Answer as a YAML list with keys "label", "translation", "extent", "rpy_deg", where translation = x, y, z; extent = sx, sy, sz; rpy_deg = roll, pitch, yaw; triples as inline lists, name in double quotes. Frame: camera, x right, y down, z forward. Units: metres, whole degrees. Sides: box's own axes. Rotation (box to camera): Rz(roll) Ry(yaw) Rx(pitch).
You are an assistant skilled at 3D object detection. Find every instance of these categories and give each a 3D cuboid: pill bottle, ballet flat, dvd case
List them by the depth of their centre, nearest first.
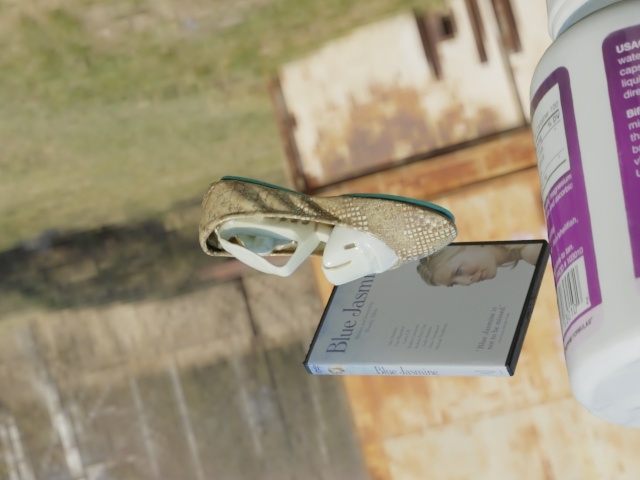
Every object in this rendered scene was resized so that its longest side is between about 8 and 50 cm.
- label: "pill bottle"
  translation: [0.221, -0.047, 1.060]
  extent: [0.169, 0.302, 0.169]
  rpy_deg: [-3, 153, -1]
- label: "ballet flat"
  translation: [0.000, 0.000, 1.236]
  extent: [0.206, 0.067, 0.073]
  rpy_deg: [6, 150, 30]
- label: "dvd case"
  translation: [0.118, 0.074, 1.875]
  extent: [0.253, 0.180, 0.022]
  rpy_deg: [-2, 138, 30]
